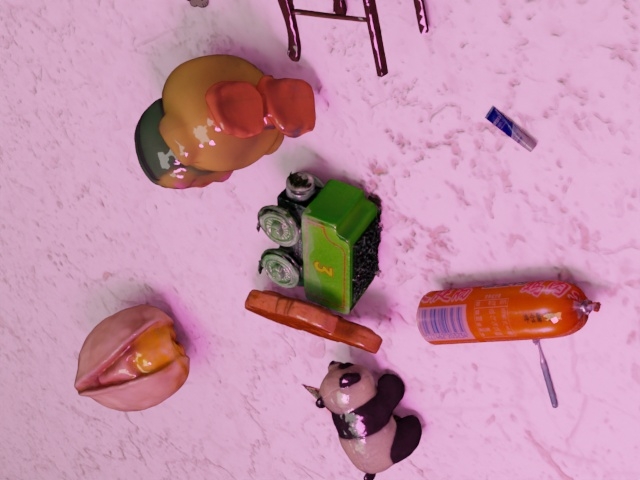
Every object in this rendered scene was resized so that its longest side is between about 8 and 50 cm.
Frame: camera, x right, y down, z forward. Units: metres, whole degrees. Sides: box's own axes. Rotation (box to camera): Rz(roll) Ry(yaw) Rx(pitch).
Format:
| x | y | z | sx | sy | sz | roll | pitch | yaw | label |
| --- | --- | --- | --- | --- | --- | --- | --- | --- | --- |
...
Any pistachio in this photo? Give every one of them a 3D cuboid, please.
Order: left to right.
| x | y | z | sx | sy | sz | roll | pitch | yaw | label |
| --- | --- | --- | --- | --- | --- | --- | --- | --- | --- |
| -0.410 | 0.261 | 2.393 | 0.230 | 0.230 | 0.309 | 52 | 142 | -9 | pistachio |

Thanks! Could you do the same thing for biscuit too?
| x | y | z | sx | sy | sz | roll | pitch | yaw | label |
| --- | --- | --- | --- | --- | --- | --- | --- | --- | --- |
| -0.028 | 0.135 | 1.996 | 0.202 | 0.047 | 0.334 | 26 | 170 | -28 | biscuit |

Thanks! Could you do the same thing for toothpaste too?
| x | y | z | sx | sy | sz | roll | pitch | yaw | label |
| --- | --- | --- | --- | --- | --- | --- | --- | --- | --- |
| 0.269 | -0.156 | 1.573 | 0.083 | 0.015 | 0.024 | 42 | 134 | 11 | toothpaste |

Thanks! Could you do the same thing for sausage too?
| x | y | z | sx | sy | sz | roll | pitch | yaw | label |
| --- | --- | --- | --- | --- | --- | --- | --- | --- | --- |
| 0.296 | 0.112 | 1.733 | 0.312 | 0.093 | 0.093 | -9 | 118 | 46 | sausage |

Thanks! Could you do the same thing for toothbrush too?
| x | y | z | sx | sy | sz | roll | pitch | yaw | label |
| --- | --- | --- | --- | --- | --- | --- | --- | --- | --- |
| 0.367 | 0.213 | 1.821 | 0.011 | 0.014 | 0.167 | -1 | 124 | 32 | toothbrush |

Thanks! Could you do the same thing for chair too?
| x | y | z | sx | sy | sz | roll | pitch | yaw | label |
| --- | --- | --- | --- | --- | --- | --- | --- | --- | --- |
| 0.036 | -0.393 | 1.450 | 0.186 | 0.160 | 0.319 | 16 | 136 | 30 | chair |

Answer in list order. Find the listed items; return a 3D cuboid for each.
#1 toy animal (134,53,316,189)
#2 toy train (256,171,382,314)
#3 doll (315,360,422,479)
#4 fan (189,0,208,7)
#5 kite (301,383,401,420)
| x | y | z | sx | sy | sz | roll | pitch | yaw | label |
| --- | --- | --- | --- | --- | --- | --- | --- | --- | --- |
| -0.177 | -0.197 | 1.802 | 0.338 | 0.216 | 0.191 | -23 | 80 | 53 | toy animal |
| 0.000 | 0.000 | 1.869 | 0.188 | 0.132 | 0.243 | 20 | 138 | 21 | toy train |
| 0.085 | 0.326 | 2.079 | 0.143 | 0.135 | 0.234 | -10 | 108 | 40 | doll |
| -0.188 | -0.397 | 1.770 | 0.083 | 0.004 | 0.056 | 9 | 130 | 36 | fan |
| 0.059 | 0.343 | 2.220 | 0.241 | 0.014 | 0.183 | 18 | 134 | 31 | kite |
